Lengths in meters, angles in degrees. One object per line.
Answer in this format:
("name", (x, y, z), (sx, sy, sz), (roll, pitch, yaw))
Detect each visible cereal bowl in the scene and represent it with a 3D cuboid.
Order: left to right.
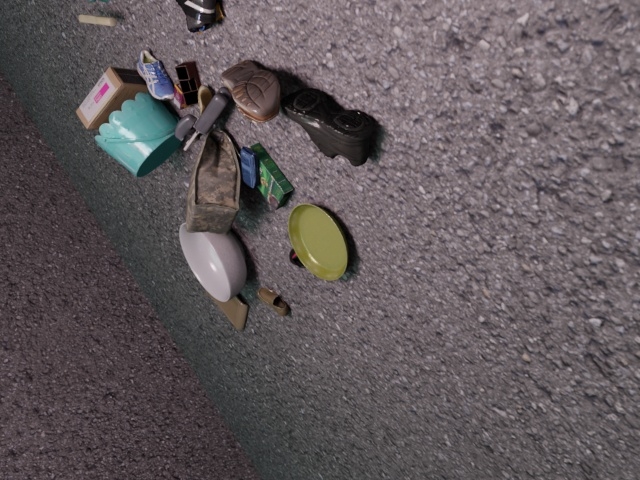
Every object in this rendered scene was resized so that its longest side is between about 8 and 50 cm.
("cereal bowl", (-0.389, 0.056, 2.136), (0.339, 0.141, 0.338), (35, 141, 34))

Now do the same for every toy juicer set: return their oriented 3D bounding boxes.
("toy juicer set", (-0.729, -0.860, 1.897), (0.209, 0.089, 0.328), (34, 135, 14))

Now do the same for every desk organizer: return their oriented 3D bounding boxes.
("desk organizer", (-0.411, -0.493, 1.766), (0.047, 0.050, 0.130), (2, 122, 22))

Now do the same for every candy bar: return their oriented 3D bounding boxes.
("candy bar", (-0.310, -0.617, 1.560), (0.162, 0.018, 0.040), (0, 116, 54))

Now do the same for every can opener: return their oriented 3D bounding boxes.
("can opener", (-0.373, -0.380, 1.728), (0.095, 0.075, 0.283), (35, 138, -15))

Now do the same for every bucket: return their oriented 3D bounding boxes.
("bucket", (-0.624, -0.370, 1.978), (0.183, 0.281, 0.281), (45, 149, -4))

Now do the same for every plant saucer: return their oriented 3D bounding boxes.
("plant saucer", (0.000, 0.000, 1.616), (0.241, 0.037, 0.240), (28, 132, 36))

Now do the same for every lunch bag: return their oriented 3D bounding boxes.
("lunch bag", (-0.343, -0.188, 1.818), (0.235, 0.169, 0.286), (132, 140, -62))

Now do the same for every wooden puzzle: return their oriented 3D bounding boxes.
("wooden puzzle", (-0.402, 0.255, 2.431), (0.239, 0.044, 0.220), (43, 145, 17))

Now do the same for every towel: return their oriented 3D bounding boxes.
("towel", (-0.213, -0.218, 1.674), (0.067, 0.029, 0.119), (37, 143, 34))

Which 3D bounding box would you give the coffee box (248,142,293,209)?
("coffee box", (-0.162, -0.192, 1.693), (0.184, 0.040, 0.113), (54, 149, 9))

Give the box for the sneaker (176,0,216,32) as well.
("sneaker", (-0.365, -0.637, 1.535), (0.217, 0.079, 0.121), (33, 126, 40))

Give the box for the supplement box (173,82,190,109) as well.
("supplement box", (-0.448, -0.478, 1.842), (0.043, 0.055, 0.083), (50, 149, 15))

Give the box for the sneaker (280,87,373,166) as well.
("sneaker", (0.006, -0.266, 1.336), (0.286, 0.109, 0.130), (40, 153, 34))

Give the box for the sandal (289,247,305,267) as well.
("sandal", (-0.053, 0.058, 1.753), (0.179, 0.040, 0.067), (3, 118, 54))

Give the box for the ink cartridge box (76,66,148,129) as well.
("ink cartridge box", (-0.717, -0.500, 1.989), (0.235, 0.193, 0.088), (-38, 81, 26))

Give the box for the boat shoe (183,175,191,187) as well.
("boat shoe", (-0.416, -0.181, 2.042), (0.229, 0.080, 0.076), (18, 129, 38))

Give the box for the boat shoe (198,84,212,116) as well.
("boat shoe", (-0.360, -0.431, 1.772), (0.135, 0.050, 0.045), (102, 153, -51))

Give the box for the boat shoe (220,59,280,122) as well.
("boat shoe", (-0.162, -0.365, 1.435), (0.324, 0.123, 0.116), (-119, 5, -53))

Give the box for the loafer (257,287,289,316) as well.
("loafer", (-0.171, 0.216, 2.051), (0.148, 0.056, 0.050), (35, 142, 18))

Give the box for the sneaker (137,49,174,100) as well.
("sneaker", (-0.565, -0.561, 1.914), (0.211, 0.080, 0.081), (48, 149, 16))
